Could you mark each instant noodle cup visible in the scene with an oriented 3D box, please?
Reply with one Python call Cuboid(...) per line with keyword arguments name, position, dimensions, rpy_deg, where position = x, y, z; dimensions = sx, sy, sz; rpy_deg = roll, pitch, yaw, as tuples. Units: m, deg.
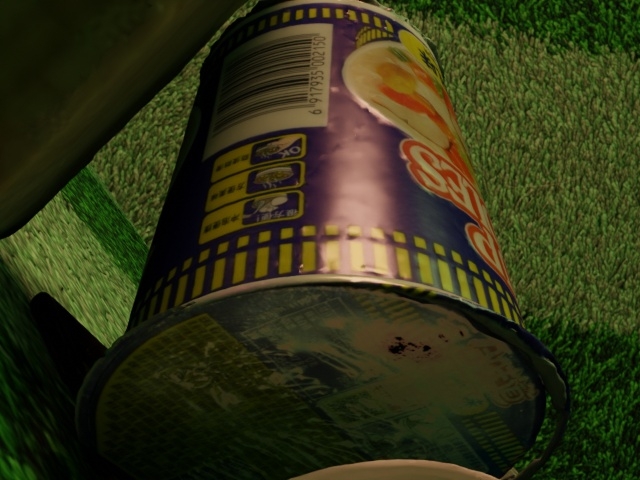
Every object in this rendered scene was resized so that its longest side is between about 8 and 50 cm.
Cuboid(name="instant noodle cup", position=(0.000, 0.000, 0.670), dimensions=(0.284, 0.284, 0.312), rpy_deg=(60, 21, -44))

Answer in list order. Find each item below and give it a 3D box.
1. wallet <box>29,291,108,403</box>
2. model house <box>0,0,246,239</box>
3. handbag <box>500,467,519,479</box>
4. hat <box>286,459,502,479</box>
Cuboid(name="wallet", position=(-0.156, 0.114, 0.764), dimensions=(0.095, 0.026, 0.176), rpy_deg=(54, -4, 43))
Cuboid(name="model house", position=(-0.208, -0.214, 0.544), dimensions=(0.342, 0.334, 0.382), rpy_deg=(46, 2, -10))
Cuboid(name="handbag", position=(0.050, 0.270, 0.897), dimensions=(0.416, 0.180, 0.317), rpy_deg=(50, -35, 37))
Cuboid(name="hat", position=(0.006, 0.182, 0.384), dimensions=(0.203, 0.203, 0.126), rpy_deg=(-154, -132, -80))
